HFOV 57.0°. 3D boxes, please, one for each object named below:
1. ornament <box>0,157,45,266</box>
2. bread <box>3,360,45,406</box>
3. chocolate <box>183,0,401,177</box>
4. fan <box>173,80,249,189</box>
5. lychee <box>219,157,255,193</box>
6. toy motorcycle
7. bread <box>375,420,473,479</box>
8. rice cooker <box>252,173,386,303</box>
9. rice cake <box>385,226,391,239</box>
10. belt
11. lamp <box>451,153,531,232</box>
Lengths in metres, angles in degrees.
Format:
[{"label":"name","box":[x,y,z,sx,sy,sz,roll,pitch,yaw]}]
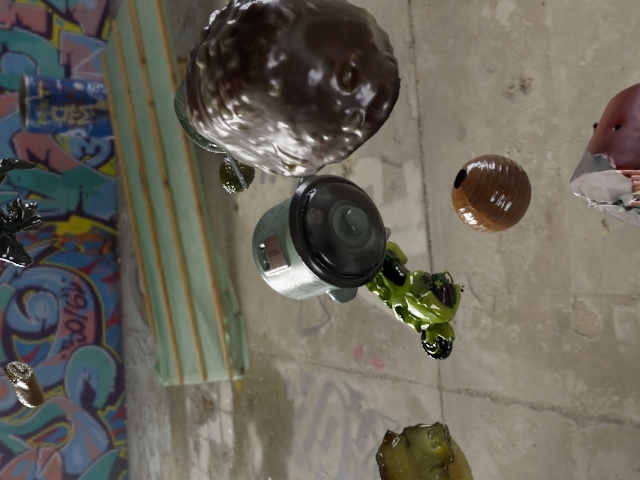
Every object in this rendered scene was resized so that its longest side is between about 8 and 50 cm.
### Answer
[{"label":"ornament","box":[-0.425,-0.005,0.665,0.080,0.202,0.236,-13,53,64]},{"label":"bread","box":[-0.471,0.229,0.945,0.047,0.036,0.083,19,134,14]},{"label":"chocolate","box":[-0.071,-0.222,0.801,0.340,0.210,0.225,1,75,59]},{"label":"fan","box":[-0.246,-0.291,1.468,0.294,0.012,0.223,44,134,1]},{"label":"lychee","box":[-0.256,-0.204,1.803,0.146,0.114,0.114,-75,10,-49]},{"label":"toy motorcycle","box":[0.214,0.116,1.420,0.342,0.142,0.206,47,126,37]},{"label":"bread","box":[0.233,0.501,1.230,0.174,0.133,0.251,-26,72,24]},{"label":"rice cooker","box":[0.000,0.000,1.357,0.317,0.264,0.316,14,107,50]},{"label":"rice cake","box":[0.105,-0.055,1.817,0.057,0.256,0.052,-63,22,10]},{"label":"belt","box":[0.407,-0.066,0.607,0.115,0.227,0.324,-63,19,-2]},{"label":"lamp","box":[0.288,-0.080,1.000,0.136,0.136,0.136,5,95,59]}]
